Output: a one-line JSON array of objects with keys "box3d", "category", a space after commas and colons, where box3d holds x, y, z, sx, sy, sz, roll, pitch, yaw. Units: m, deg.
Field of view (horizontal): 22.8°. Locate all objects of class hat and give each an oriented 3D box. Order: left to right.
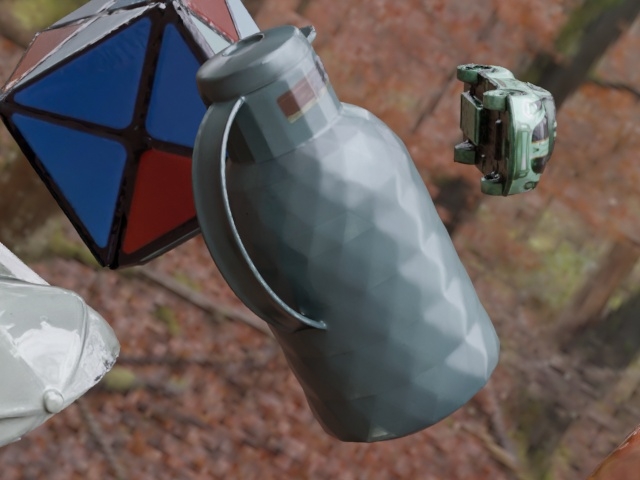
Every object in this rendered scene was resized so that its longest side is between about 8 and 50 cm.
[{"box3d": [-0.383, 0.084, 1.760, 0.301, 0.258, 0.168, 49, -25, 6], "category": "hat"}]

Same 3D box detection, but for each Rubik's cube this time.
[{"box3d": [-0.184, -0.152, 1.785, 0.248, 0.246, 0.250, 57, 17, -20], "category": "Rubik's cube"}]

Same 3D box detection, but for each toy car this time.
[{"box3d": [0.257, -0.152, 2.131, 0.125, 0.136, 0.306, -2, 15, -8], "category": "toy car"}]

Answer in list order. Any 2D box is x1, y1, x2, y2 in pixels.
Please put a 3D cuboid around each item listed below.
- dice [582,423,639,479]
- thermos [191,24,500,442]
[{"box3d": [0.255, 0.209, 1.081, 0.174, 0.175, 0.179, 44, 15, 14], "category": "dice"}, {"box3d": [0.000, 0.000, 1.085, 0.145, 0.182, 0.287, -11, -62, 37], "category": "thermos"}]
